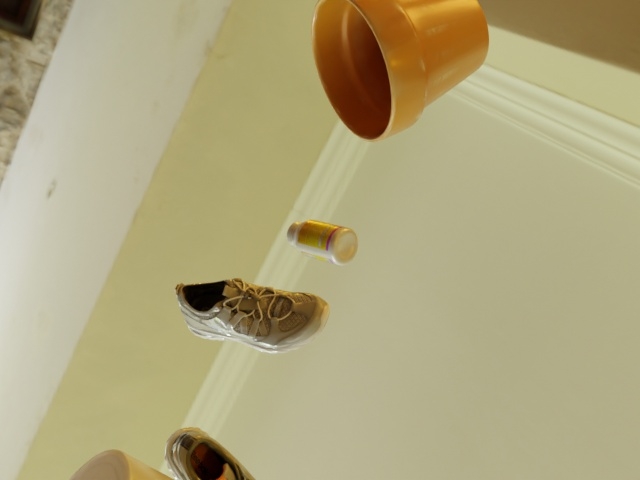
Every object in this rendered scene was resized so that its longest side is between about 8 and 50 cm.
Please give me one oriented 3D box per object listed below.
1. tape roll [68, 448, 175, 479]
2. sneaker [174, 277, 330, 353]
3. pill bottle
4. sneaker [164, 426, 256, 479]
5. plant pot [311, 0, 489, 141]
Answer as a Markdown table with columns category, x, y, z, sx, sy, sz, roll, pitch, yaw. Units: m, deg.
| category | x | y | z | sx | sy | sz | roll | pitch | yaw |
| --- | --- | --- | --- | --- | --- | --- | --- | --- | --- |
| tape roll | -0.280 | 0.441 | 1.021 | 0.246 | 0.169 | 0.246 | -36 | -150 | 25 |
| sneaker | -0.123 | 0.119 | 1.221 | 0.281 | 0.115 | 0.105 | -3 | -128 | 22 |
| pill bottle | 0.000 | 0.000 | 0.829 | 0.083 | 0.043 | 0.043 | 15 | -93 | 43 |
| sneaker | -0.140 | 0.411 | 1.162 | 0.100 | 0.271 | 0.108 | -47 | -173 | -25 |
| plant pot | 0.118 | -0.262 | 1.000 | 0.205 | 0.188 | 0.205 | 51 | -25 | 35 |
